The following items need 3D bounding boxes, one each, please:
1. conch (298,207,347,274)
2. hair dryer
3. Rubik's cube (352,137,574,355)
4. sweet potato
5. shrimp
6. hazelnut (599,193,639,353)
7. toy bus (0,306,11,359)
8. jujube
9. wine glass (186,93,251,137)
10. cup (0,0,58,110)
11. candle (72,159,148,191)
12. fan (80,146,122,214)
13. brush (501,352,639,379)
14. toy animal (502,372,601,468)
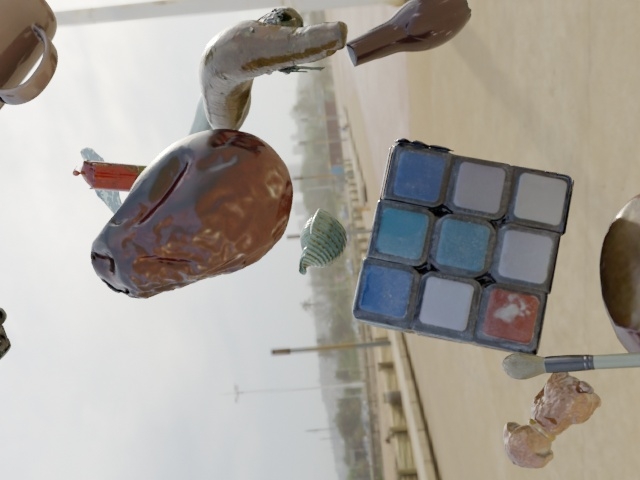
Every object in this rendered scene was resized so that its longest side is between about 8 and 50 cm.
[{"bbox_3d":[0.007,-0.001,1.558,0.135,0.102,0.153,93,179,-45],"label":"conch"},{"bbox_3d":[0.172,-0.496,1.754,0.123,0.313,0.340,67,170,-13],"label":"hair dryer"},{"bbox_3d":[0.272,0.035,1.462,0.363,0.362,0.358,66,-146,-79],"label":"Rubik's cube"},{"bbox_3d":[-0.090,-0.219,0.902,0.346,0.108,0.079,-16,53,58],"label":"sweet potato"},{"bbox_3d":[-0.086,-0.423,1.610,0.172,0.137,0.372,58,-176,-5],"label":"shrimp"},{"bbox_3d":[0.666,0.080,1.282,0.366,0.366,0.365,-6,-90,-89],"label":"hazelnut"},{"bbox_3d":[-0.565,0.109,1.130,0.091,0.103,0.182,-106,3,-76],"label":"toy bus"},{"bbox_3d":[-0.142,-0.025,0.810,0.168,0.236,0.168,38,148,28],"label":"jujube"},{"bbox_3d":[-0.177,-0.270,1.377,0.222,0.103,0.103,-61,9,15],"label":"wine glass"},{"bbox_3d":[-0.514,-0.311,1.129,0.200,0.253,0.191,-57,-20,-17],"label":"cup"},{"bbox_3d":[-0.345,-0.106,1.202,0.052,0.131,0.052,-13,75,62],"label":"candle"},{"bbox_3d":[-0.555,-0.149,1.848,0.240,0.009,0.131,57,141,15],"label":"fan"},{"bbox_3d":[0.420,0.182,1.071,0.039,0.299,0.042,-40,-60,-63],"label":"brush"},{"bbox_3d":[0.388,0.311,1.235,0.104,0.185,0.184,47,180,16],"label":"toy animal"}]
